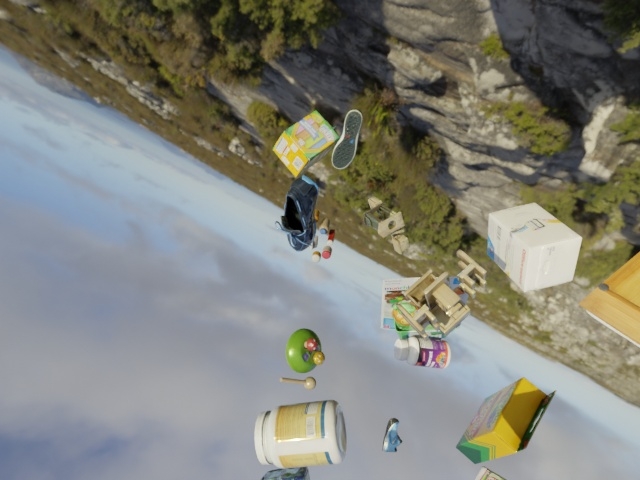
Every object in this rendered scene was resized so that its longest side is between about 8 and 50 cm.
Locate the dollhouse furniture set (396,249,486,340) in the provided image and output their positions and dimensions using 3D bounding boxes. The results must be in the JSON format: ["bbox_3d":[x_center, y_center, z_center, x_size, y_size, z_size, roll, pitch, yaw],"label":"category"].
[{"bbox_3d":[0.300,0.136,1.148,0.161,0.212,0.242,47,177,31],"label":"dollhouse furniture set"}]

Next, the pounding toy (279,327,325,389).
[{"bbox_3d":[-0.046,0.479,1.770,0.182,0.237,0.110,29,154,-35],"label":"pounding toy"}]

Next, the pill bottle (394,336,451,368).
[{"bbox_3d":[0.384,0.424,1.649,0.193,0.108,0.108,8,-177,-8],"label":"pill bottle"}]

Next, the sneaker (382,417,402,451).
[{"bbox_3d":[0.304,0.803,1.787,0.073,0.162,0.063,13,-160,9],"label":"sneaker"}]

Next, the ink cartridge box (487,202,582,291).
[{"bbox_3d":[0.666,0.018,1.379,0.168,0.171,0.233,-13,-147,-4],"label":"ink cartridge box"}]

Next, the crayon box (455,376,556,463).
[{"bbox_3d":[0.531,0.525,1.264,0.081,0.202,0.319,39,149,16],"label":"crayon box"}]

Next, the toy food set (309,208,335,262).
[{"bbox_3d":[0.000,0.000,1.781,0.111,0.233,0.104,6,-154,6],"label":"toy food set"}]

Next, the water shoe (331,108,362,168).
[{"bbox_3d":[0.098,-0.334,1.443,0.072,0.203,0.080,23,-152,4],"label":"water shoe"}]

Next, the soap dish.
[{"bbox_3d":[0.914,0.149,1.193,0.229,0.290,0.118,43,160,43],"label":"soap dish"}]

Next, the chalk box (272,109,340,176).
[{"bbox_3d":[-0.034,-0.344,1.494,0.132,0.213,0.132,48,149,-1],"label":"chalk box"}]

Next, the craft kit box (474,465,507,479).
[{"bbox_3d":[0.418,0.507,0.714,0.250,0.061,0.246,42,165,-8],"label":"craft kit box"}]

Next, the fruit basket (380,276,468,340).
[{"bbox_3d":[0.397,0.257,1.658,0.326,0.166,0.353,-2,143,3],"label":"fruit basket"}]

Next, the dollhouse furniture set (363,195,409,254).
[{"bbox_3d":[0.219,-0.045,1.577,0.182,0.101,0.161,44,159,56],"label":"dollhouse furniture set"}]

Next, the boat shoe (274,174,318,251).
[{"bbox_3d":[-0.070,-0.057,1.108,0.109,0.089,0.258,31,145,24],"label":"boat shoe"}]

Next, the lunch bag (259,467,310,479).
[{"bbox_3d":[-0.160,1.088,1.960,0.218,0.090,0.176,-13,167,6],"label":"lunch bag"}]

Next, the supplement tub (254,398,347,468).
[{"bbox_3d":[-0.046,0.472,1.059,0.199,0.145,0.144,-10,171,11],"label":"supplement tub"}]
